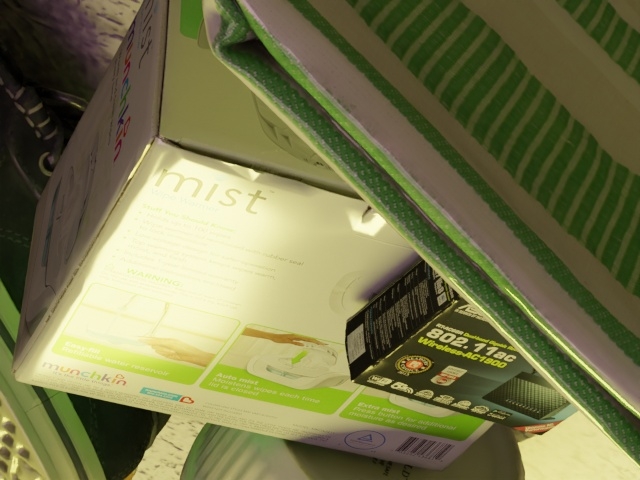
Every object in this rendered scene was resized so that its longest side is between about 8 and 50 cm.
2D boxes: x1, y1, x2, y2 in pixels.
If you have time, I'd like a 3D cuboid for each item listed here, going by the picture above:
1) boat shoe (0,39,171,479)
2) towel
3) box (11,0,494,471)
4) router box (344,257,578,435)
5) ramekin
[{"bbox_3d":[-0.232,-0.047,1.043,0.187,0.156,0.500,-8,112,42],"label":"boat shoe"},{"bbox_3d":[0.096,-0.090,0.666,0.248,0.325,0.038,43,131,-9],"label":"towel"},{"bbox_3d":[0.000,0.000,0.879,0.262,0.126,0.231,14,141,-19],"label":"box"},{"bbox_3d":[0.087,0.047,0.809,0.122,0.038,0.092,17,140,-28],"label":"router box"},{"bbox_3d":[0.026,0.148,1.021,0.207,0.207,0.109,31,129,3],"label":"ramekin"}]
